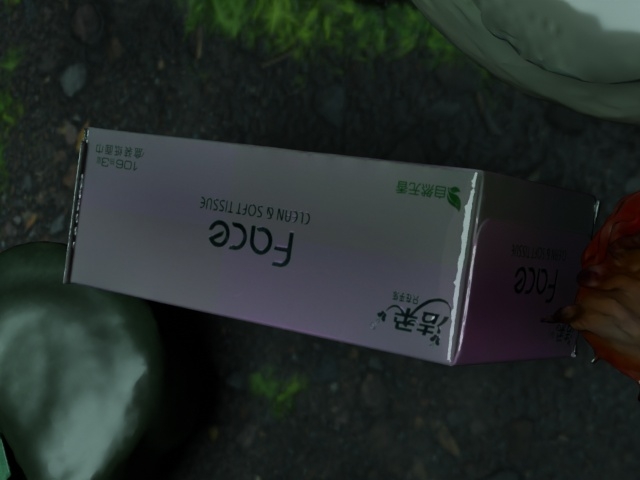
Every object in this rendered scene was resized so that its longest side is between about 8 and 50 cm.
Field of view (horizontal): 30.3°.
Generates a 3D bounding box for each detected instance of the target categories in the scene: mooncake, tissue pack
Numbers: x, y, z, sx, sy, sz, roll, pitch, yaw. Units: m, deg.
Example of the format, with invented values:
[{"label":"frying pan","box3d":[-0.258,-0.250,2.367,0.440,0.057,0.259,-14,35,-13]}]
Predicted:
[{"label":"mooncake","box3d":[-0.160,0.091,0.742,0.168,0.104,0.175,-15,69,7]},{"label":"tissue pack","box3d":[0.000,0.000,0.627,0.246,0.148,0.093,10,92,34]}]

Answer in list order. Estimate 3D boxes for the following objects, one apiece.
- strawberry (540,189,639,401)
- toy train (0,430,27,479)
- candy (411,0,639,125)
[{"label":"strawberry","box3d":[0.254,0.006,0.449,0.253,0.280,0.150,30,68,-1]},{"label":"toy train","box3d":[-0.259,0.148,0.850,0.172,0.070,0.100,-17,86,32]},{"label":"candy","box3d":[0.157,-0.186,0.503,0.295,0.185,0.296,2,94,23]}]
